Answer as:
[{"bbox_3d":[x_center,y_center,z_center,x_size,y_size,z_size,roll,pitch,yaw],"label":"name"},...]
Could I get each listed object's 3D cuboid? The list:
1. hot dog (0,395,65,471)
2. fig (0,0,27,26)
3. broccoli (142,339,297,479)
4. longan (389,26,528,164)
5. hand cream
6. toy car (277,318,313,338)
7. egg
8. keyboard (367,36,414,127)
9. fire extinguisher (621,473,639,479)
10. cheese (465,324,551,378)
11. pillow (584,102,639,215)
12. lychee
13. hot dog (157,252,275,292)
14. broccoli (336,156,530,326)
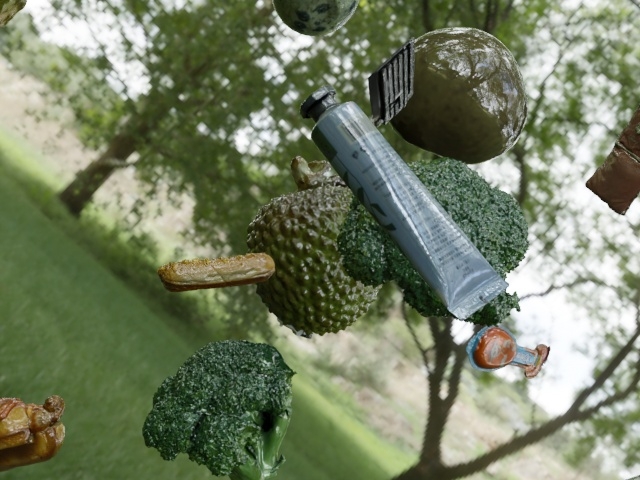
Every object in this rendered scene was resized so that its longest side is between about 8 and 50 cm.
[{"bbox_3d":[-0.560,0.316,1.606,0.349,0.117,0.158,-20,-33,38],"label":"hot dog"},{"bbox_3d":[-0.509,-0.431,1.247,0.343,0.343,0.343,41,-8,7],"label":"fig"},{"bbox_3d":[-0.152,0.287,1.601,0.294,0.265,0.245,-13,85,-68],"label":"broccoli"},{"bbox_3d":[0.226,-0.248,1.651,0.246,0.246,0.215,38,-10,26],"label":"longan"},{"bbox_3d":[0.076,-0.041,0.964,0.271,0.091,0.058,51,-47,11],"label":"hand cream"},{"bbox_3d":[-0.054,0.167,2.182,0.070,0.080,0.171,15,3,-20],"label":"toy car"},{"bbox_3d":[-0.004,-0.398,1.499,0.141,0.141,0.181,41,-29,11],"label":"egg"},{"bbox_3d":[0.091,-0.189,1.203,0.015,0.074,0.196,42,-6,12],"label":"keyboard"},{"bbox_3d":[0.441,0.395,1.400,0.118,0.294,0.093,129,-54,-68],"label":"fire extinguisher"},{"bbox_3d":[0.404,0.242,2.087,0.256,0.106,0.037,18,8,-36],"label":"cheese"},{"bbox_3d":[0.649,-0.172,1.996,0.043,0.232,0.126,21,18,-38],"label":"pillow"},{"bbox_3d":[0.000,0.012,1.773,0.270,0.319,0.270,17,0,0],"label":"lychee"},{"bbox_3d":[-0.149,0.045,1.377,0.071,0.165,0.045,167,-82,-72],"label":"hot dog"},{"bbox_3d":[0.158,0.008,1.360,0.241,0.269,0.261,70,11,-54],"label":"broccoli"}]
